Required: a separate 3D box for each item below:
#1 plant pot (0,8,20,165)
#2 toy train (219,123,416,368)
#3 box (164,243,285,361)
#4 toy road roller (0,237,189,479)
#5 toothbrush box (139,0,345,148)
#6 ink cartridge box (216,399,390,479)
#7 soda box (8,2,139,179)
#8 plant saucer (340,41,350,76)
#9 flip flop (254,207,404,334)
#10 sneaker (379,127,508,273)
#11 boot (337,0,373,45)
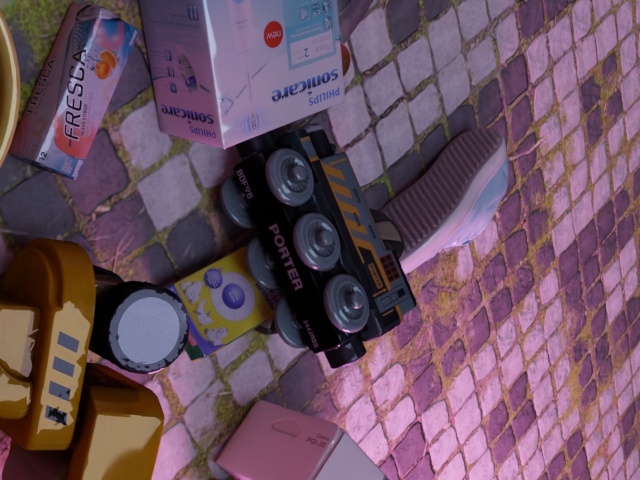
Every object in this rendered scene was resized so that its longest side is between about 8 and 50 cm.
[{"bbox_3d":[-0.410,-0.132,0.728,0.254,0.239,0.254,-18,115,-44],"label":"plant pot"},{"bbox_3d":[0.000,0.000,1.239,0.190,0.142,0.334,-23,89,-48],"label":"toy train"},{"bbox_3d":[-0.119,0.075,1.234,0.179,0.043,0.105,-30,92,-40],"label":"box"},{"bbox_3d":[-0.306,0.161,0.982,0.240,0.202,0.330,10,90,-37],"label":"toy road roller"},{"bbox_3d":[-0.095,-0.286,1.110,0.216,0.126,0.296,-26,123,-40],"label":"toothbrush box"},{"bbox_3d":[0.010,0.377,1.353,0.117,0.207,0.283,-54,124,-24],"label":"ink cartridge box"},{"bbox_3d":[-0.268,-0.162,1.007,0.058,0.063,0.183,26,83,-49],"label":"soda box"},{"bbox_3d":[0.000,-0.248,1.285,0.083,0.015,0.083,-12,137,-11],"label":"plant saucer"},{"bbox_3d":[0.000,0.045,1.360,0.277,0.080,0.112,-35,89,-19],"label":"flip flop"},{"bbox_3d":[0.212,-0.030,1.527,0.366,0.135,0.150,-43,128,-29],"label":"sneaker"},{"bbox_3d":[0.046,-0.396,1.277,0.208,0.076,0.190,-44,131,-20],"label":"boot"}]
